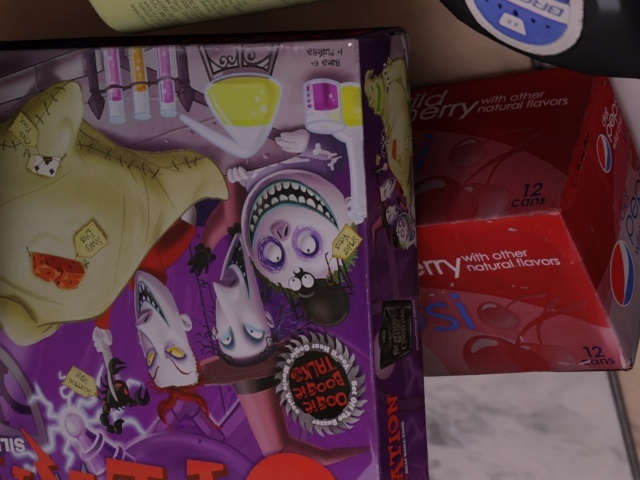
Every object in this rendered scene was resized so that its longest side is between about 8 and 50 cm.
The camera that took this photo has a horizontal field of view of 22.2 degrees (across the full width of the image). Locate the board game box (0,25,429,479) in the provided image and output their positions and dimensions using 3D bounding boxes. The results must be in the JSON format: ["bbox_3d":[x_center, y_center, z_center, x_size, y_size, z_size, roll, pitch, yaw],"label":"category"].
[{"bbox_3d":[-0.122,0.024,0.656,0.347,0.056,0.208,1,104,29],"label":"board game box"}]

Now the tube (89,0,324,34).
[{"bbox_3d":[0.031,-0.119,0.554,0.240,0.062,0.070,-7,174,26],"label":"tube"}]

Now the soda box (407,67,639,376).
[{"bbox_3d":[0.000,0.000,0.675,0.263,0.083,0.092,-5,134,29],"label":"soda box"}]

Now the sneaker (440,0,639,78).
[{"bbox_3d":[0.080,-0.109,0.355,0.130,0.147,0.330,37,-176,33],"label":"sneaker"}]
